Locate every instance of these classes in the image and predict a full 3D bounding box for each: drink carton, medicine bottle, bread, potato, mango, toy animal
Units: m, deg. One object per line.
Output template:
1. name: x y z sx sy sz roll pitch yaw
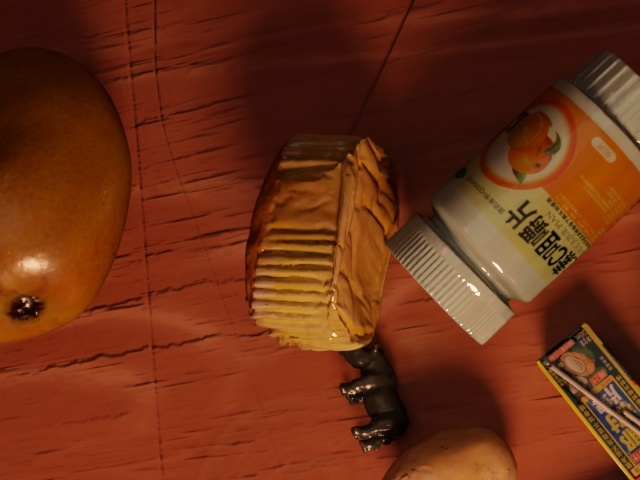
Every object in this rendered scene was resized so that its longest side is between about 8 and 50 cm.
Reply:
1. drink carton: 0.306 0.172 1.721 0.071 0.056 0.166 -41 65 7
2. medicine bottle: 0.236 -0.050 1.761 0.318 0.158 0.158 -44 64 3
3. bread: 0.000 0.000 1.822 0.133 0.179 0.250 1 68 20
4. potato: 0.137 0.257 1.734 0.147 0.112 0.112 -27 66 3
5. mango: -0.353 -0.063 1.952 0.264 0.221 0.378 -9 62 22
6. toy animal: 0.055 0.163 1.823 0.065 0.047 0.136 -21 66 7
